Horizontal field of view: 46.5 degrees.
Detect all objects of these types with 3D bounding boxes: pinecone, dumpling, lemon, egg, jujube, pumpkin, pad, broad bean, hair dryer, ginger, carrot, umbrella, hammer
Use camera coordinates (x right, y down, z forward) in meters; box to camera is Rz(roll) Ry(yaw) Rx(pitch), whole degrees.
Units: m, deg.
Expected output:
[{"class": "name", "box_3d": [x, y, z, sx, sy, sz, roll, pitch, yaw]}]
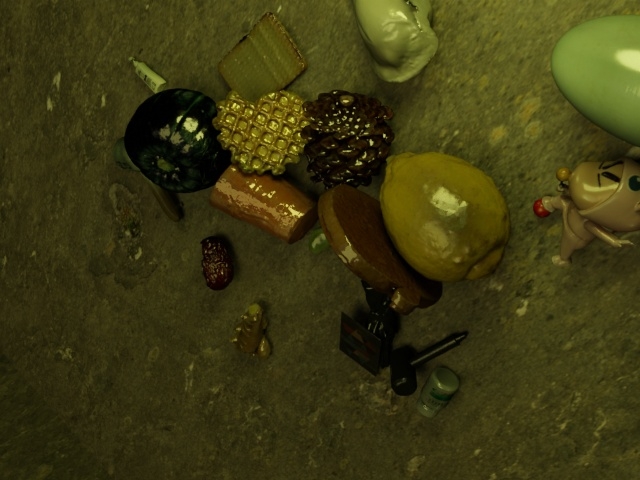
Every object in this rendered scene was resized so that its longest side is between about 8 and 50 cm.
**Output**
[{"class": "pinecone", "box_3d": [0.062, -0.238, 1.778, 0.224, 0.224, 0.272, 24, 143, 25]}, {"class": "dumpling", "box_3d": [0.152, -0.476, 1.654, 0.175, 0.243, 0.227, 7, 145, -10]}, {"class": "lemon", "box_3d": [0.276, -0.054, 1.682, 0.316, 0.285, 0.285, 46, 138, 49]}, {"class": "egg", "box_3d": [0.598, -0.290, 1.356, 0.371, 0.230, 0.230, 31, 127, 26]}, {"class": "jujube", "box_3d": [-0.311, 0.069, 2.266, 0.104, 0.104, 0.166, 5, 107, 34]}, {"class": "pumpkin", "box_3d": [-0.375, -0.283, 2.053, 0.315, 0.238, 0.315, 20, 140, 17]}, {"class": "pad", "box_3d": [0.108, 0.291, 2.077, 0.143, 0.003, 0.211, 35, 149, 24]}, {"class": "broad bean", "box_3d": [0.000, 0.000, 2.047, 0.063, 0.045, 0.083, 42, 122, 10]}, {"class": "hair dryer", "box_3d": [0.288, 0.314, 1.961, 0.248, 0.114, 0.070, -32, 125, 29]}, {"class": "ginger", "box_3d": [-0.218, 0.282, 2.312, 0.115, 0.081, 0.205, 10, 119, 25]}, {"class": "carrot", "box_3d": [-0.146, -0.096, 2.015, 0.254, 0.196, 0.196, 36, 128, 11]}, {"class": "umbrella", "box_3d": [0.169, 0.210, 1.999, 0.118, 0.118, 0.340, 16, 129, 29]}, {"class": "hammer", "box_3d": [-0.508, -0.183, 2.273, 0.202, 0.113, 0.305, 17, 141, 61]}]

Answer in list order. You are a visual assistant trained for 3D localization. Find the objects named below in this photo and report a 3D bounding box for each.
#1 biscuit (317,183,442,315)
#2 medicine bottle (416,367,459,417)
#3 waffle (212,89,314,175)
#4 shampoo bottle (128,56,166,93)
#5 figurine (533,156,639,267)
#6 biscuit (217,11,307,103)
[{"class": "biscuit", "box_3d": [0.142, 0.034, 1.726, 0.070, 0.350, 0.394, -39, 130, 25]}, {"class": "medicine bottle", "box_3d": [0.311, 0.410, 1.999, 0.080, 0.080, 0.130, 35, 127, 17]}, {"class": "waffle", "box_3d": [-0.138, -0.293, 1.913, 0.253, 0.056, 0.249, -32, 96, 3]}, {"class": "shampoo bottle", "box_3d": [-0.509, -0.488, 2.175, 0.141, 0.034, 0.049, 44, 137, 10]}, {"class": "figurine", "box_3d": [0.557, -0.069, 1.541, 0.186, 0.176, 0.287, 32, 147, -13]}, {"class": "biscuit", "box_3d": [-0.152, -0.457, 1.940, 0.254, 0.029, 0.172, -32, 92, 42]}]
